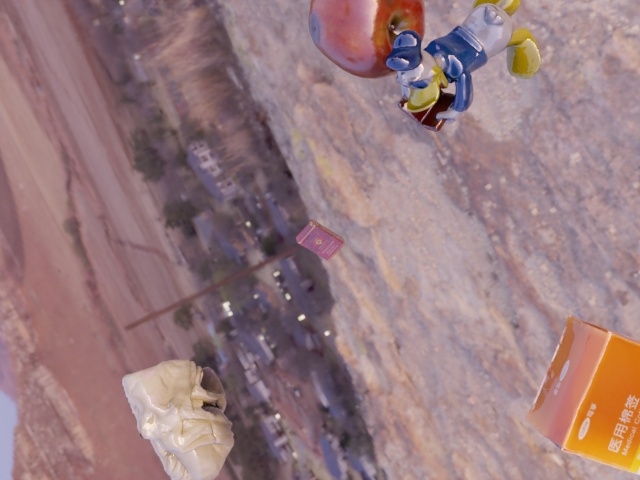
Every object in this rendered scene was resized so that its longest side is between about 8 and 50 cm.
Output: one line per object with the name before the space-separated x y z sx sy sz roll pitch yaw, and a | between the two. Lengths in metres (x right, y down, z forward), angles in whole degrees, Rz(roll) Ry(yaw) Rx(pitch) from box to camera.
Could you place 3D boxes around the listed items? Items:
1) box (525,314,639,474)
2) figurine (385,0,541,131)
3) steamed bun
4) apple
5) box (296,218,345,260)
box | 0.575 0.300 1.501 0.341 0.225 0.143 21 -177 -18
figurine | 0.218 -0.332 1.522 0.204 0.338 0.283 54 131 19
steamed bun | -0.314 0.415 1.937 0.275 0.206 0.320 52 164 51
apple | 0.087 -0.430 1.608 0.230 0.230 0.230 47 154 32
box | 0.000 0.000 1.588 0.082 0.051 0.023 31 -158 -28
